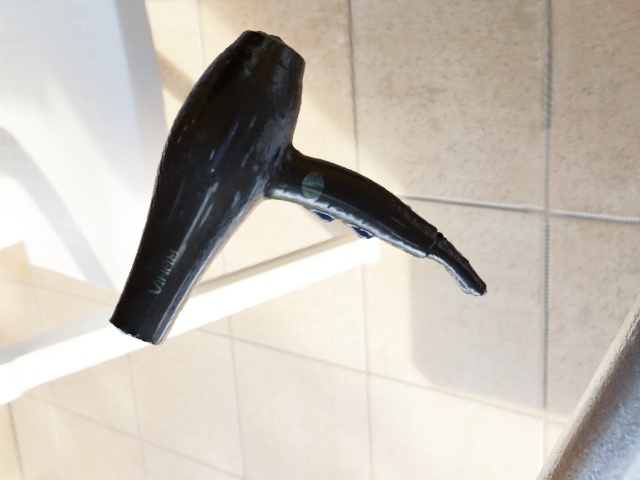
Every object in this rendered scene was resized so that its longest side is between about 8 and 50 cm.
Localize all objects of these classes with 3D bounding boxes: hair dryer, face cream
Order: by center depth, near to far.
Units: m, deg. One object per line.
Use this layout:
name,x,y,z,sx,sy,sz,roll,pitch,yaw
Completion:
face cream,0.193,0.104,0.496,0.073,0.073,0.284,33,132,25
hair dryer,0.000,0.000,0.507,0.219,0.075,0.196,24,89,-6
